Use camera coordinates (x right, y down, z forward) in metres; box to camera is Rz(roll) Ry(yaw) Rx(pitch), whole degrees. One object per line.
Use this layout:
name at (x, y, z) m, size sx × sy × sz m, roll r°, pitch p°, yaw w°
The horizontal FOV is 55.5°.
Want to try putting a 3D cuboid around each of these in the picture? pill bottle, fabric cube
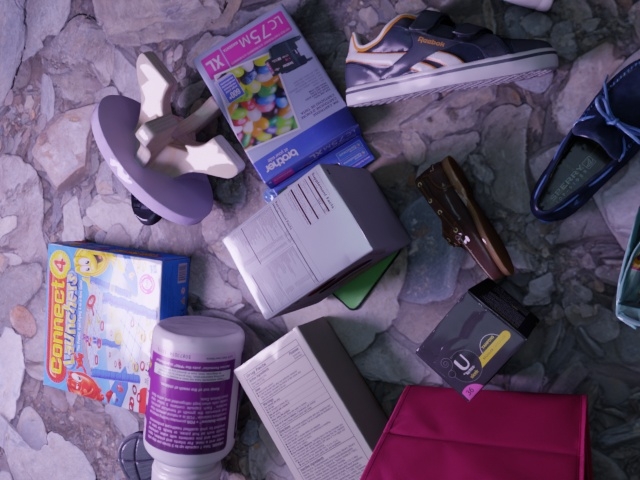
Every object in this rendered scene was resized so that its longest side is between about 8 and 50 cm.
pill bottle at (-0.233, 0.301, 1.107) m, size 0.169 × 0.169 × 0.301 m, roll 9°, pitch 96°, yaw 25°
fabric cube at (0.223, 0.369, 0.812) m, size 0.258 × 0.259 × 0.254 m, roll -4°, pitch 110°, yaw 26°

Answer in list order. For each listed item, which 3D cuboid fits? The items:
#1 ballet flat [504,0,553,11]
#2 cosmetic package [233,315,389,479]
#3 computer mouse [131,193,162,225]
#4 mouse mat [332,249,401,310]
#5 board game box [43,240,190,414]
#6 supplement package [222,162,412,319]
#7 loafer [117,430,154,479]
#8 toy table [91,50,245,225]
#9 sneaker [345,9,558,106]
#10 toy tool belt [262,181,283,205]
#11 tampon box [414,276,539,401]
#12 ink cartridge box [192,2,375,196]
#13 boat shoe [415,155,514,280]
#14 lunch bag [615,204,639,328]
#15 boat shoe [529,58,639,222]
ballet flat at (0.381, -0.488, 0.806) m, size 0.139 × 0.139 × 0.400 m, roll 43°, pitch 114°, yaw 18°
cosmetic package at (0.009, 0.303, 1.023) m, size 0.160 × 0.113 × 0.309 m, roll -36°, pitch 77°, yaw 23°
computer mouse at (-0.326, -0.149, 1.207) m, size 0.071 × 0.041 × 0.242 m, roll 9°, pitch 90°, yaw 16°
mouse mat at (0.032, 0.009, 1.054) m, size 0.190 × 0.007 × 0.152 m, roll 41°, pitch 109°, yaw 17°
board game box at (-0.419, 0.168, 1.236) m, size 0.302 × 0.086 × 0.308 m, roll 6°, pitch 96°, yaw 25°
supplement package at (0.000, 0.000, 0.957) m, size 0.203 × 0.194 × 0.149 m, roll -35°, pitch 79°, yaw 24°
loafer at (-0.304, 0.517, 1.212) m, size 0.109 × 0.095 × 0.302 m, roll -26°, pitch 85°, yaw -6°
toy table at (-0.258, -0.179, 1.071) m, size 0.274 × 0.252 × 0.161 m, roll 44°, pitch 126°, yaw -13°
sneaker at (0.178, -0.281, 0.901) m, size 0.321 × 0.126 × 0.127 m, roll -2°, pitch 98°, yaw 27°
toy tool belt at (-0.079, -0.082, 1.077) m, size 0.052 × 0.051 × 0.083 m, roll 47°, pitch 111°, yaw 17°
tampon box at (0.231, 0.137, 0.878) m, size 0.101 × 0.161 × 0.120 m, roll 41°, pitch 110°, yaw 18°
ink cartridge box at (-0.062, -0.223, 1.028) m, size 0.186 × 0.065 × 0.311 m, roll -31°, pitch 81°, yaw 3°
boat shoe at (0.218, -0.026, 0.929) m, size 0.073 × 0.073 × 0.207 m, roll -34°, pitch 71°, yaw 25°
lunch bag at (0.466, 0.002, 0.723) m, size 0.262 × 0.223 × 0.160 m, roll -47°, pitch 68°, yaw 22°
boat shoe at (0.387, -0.128, 0.828) m, size 0.109 × 0.089 × 0.258 m, roll 33°, pitch 106°, yaw 21°
